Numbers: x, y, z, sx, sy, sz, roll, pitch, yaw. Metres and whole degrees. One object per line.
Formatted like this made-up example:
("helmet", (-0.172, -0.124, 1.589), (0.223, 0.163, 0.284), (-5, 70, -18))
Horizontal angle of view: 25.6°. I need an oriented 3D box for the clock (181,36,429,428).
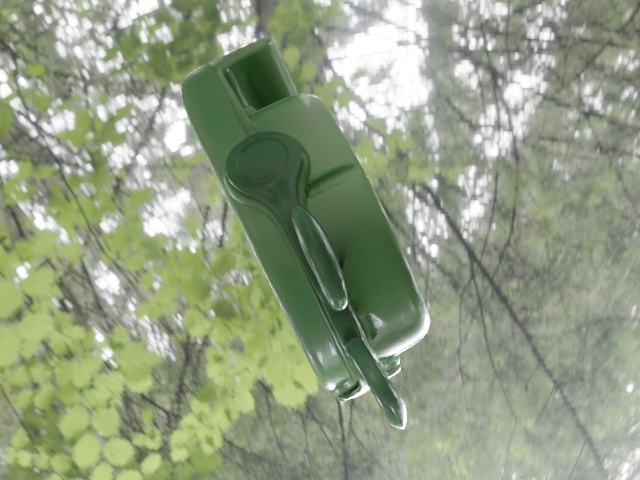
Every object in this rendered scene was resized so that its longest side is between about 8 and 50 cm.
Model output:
("clock", (-0.001, 0.001, 0.652), (0.060, 0.148, 0.188), (-26, -147, -2))
